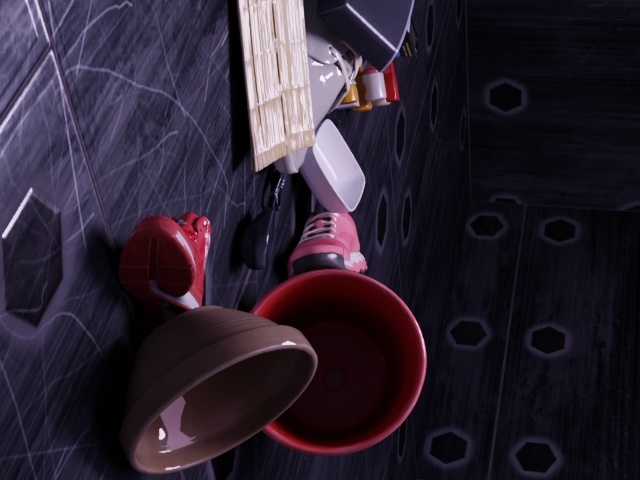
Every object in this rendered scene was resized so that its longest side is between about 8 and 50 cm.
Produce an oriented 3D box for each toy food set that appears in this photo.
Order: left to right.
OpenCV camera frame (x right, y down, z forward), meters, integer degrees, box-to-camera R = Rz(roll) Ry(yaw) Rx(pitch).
[{"bbox_3d":[0.082,-0.305,2.211,0.232,0.111,0.105,-10,92,-75],"label":"toy food set"}]

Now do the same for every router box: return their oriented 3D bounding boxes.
[{"bbox_3d":[0.107,-0.399,2.221,0.179,0.133,0.046,50,45,-71],"label":"router box"}]

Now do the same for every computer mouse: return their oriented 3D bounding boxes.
[{"bbox_3d":[-0.084,-0.041,1.748,0.242,0.041,0.071,-79,175,-55],"label":"computer mouse"}]

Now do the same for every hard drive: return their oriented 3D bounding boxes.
[{"bbox_3d":[0.080,-0.405,1.827,0.172,0.054,0.255,37,51,-36],"label":"hard drive"}]

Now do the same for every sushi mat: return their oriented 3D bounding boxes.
[{"bbox_3d":[-0.064,-0.267,1.644,0.151,0.019,0.317,-27,118,-49],"label":"sushi mat"}]

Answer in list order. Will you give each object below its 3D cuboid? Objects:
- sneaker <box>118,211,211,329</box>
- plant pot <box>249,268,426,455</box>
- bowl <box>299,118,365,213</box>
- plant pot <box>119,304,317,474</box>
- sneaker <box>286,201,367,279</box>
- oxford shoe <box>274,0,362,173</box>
[{"bbox_3d":[-0.171,0.004,1.320,0.221,0.087,0.128,96,-3,-59],"label":"sneaker"},{"bbox_3d":[0.017,0.196,1.790,0.243,0.274,0.275,83,14,-77],"label":"plant pot"},{"bbox_3d":[0.013,-0.118,2.001,0.142,0.053,0.142,57,26,-19],"label":"bowl"},{"bbox_3d":[-0.130,0.149,1.322,0.110,0.237,0.237,56,-3,24],"label":"plant pot"},{"bbox_3d":[-0.001,0.000,2.009,0.314,0.115,0.136,-5,86,-81],"label":"sneaker"},{"bbox_3d":[0.007,-0.297,1.846,0.169,0.130,0.449,79,21,-53],"label":"oxford shoe"}]
